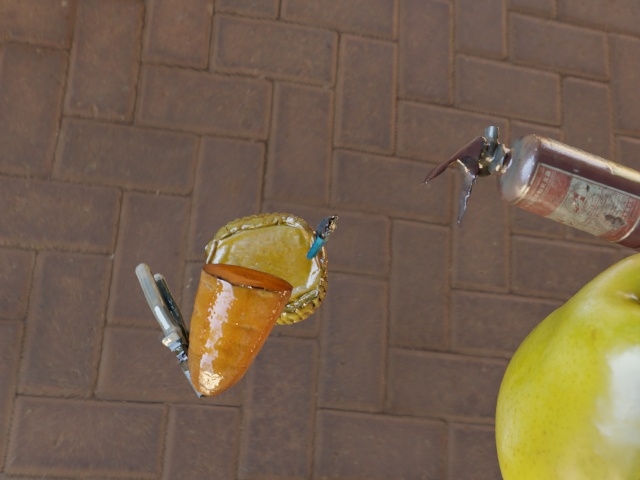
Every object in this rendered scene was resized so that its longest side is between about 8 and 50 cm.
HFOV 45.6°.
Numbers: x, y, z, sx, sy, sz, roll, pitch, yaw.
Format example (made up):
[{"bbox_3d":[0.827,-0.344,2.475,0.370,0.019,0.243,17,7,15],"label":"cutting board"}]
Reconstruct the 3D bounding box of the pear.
[{"bbox_3d":[0.395,0.224,0.916,0.362,0.362,0.418,-22,126,-19],"label":"pear"}]

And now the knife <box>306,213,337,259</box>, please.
[{"bbox_3d":[-0.002,-0.001,1.235,0.026,0.296,0.044,23,78,-3],"label":"knife"}]

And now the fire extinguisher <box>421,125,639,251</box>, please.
[{"bbox_3d":[0.223,-0.047,0.734,0.252,0.075,0.106,19,54,-10],"label":"fire extinguisher"}]

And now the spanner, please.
[{"bbox_3d":[-0.291,0.179,1.522,0.040,0.095,0.325,-36,57,5],"label":"spanner"}]

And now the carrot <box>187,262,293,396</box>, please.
[{"bbox_3d":[-0.152,0.160,1.295,0.159,0.159,0.225,16,92,-13],"label":"carrot"}]

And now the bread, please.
[{"bbox_3d":[-0.108,0.059,1.557,0.253,0.142,0.227,-5,80,-2],"label":"bread"}]
